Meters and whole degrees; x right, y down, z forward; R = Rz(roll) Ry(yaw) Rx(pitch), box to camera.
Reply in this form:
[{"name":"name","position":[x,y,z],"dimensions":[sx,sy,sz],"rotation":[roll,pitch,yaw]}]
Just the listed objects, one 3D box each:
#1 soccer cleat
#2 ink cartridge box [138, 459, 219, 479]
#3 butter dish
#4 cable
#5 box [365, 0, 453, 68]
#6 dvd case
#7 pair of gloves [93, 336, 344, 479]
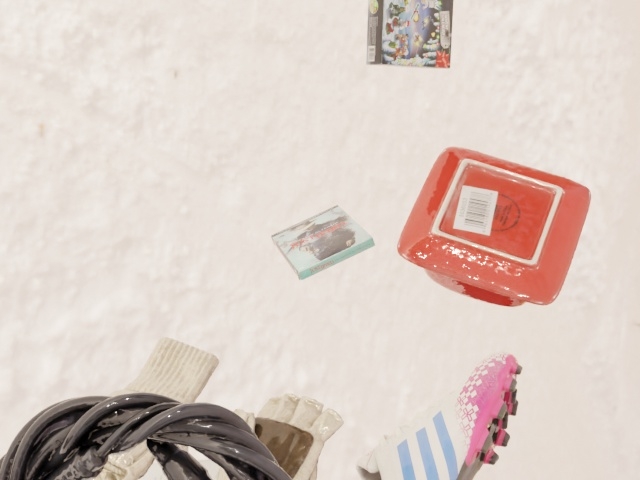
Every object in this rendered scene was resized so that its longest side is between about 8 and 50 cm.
[{"name":"soccer cleat","position":[0.127,0.237,1.022],"dimensions":[0.331,0.143,0.116],"rotation":[-52,148,-40]},{"name":"ink cartridge box","position":[-0.139,0.353,1.105],"dimensions":[0.128,0.176,0.127],"rotation":[69,18,-53]},{"name":"butter dish","position":[0.170,0.005,0.892],"dimensions":[0.118,0.159,0.160],"rotation":[90,24,-54]},{"name":"cable","position":[-0.097,0.146,0.415],"dimensions":[0.047,0.184,0.151],"rotation":[-15,104,-69]},{"name":"box","position":[0.091,-0.241,0.882],"dimensions":[0.094,0.027,0.137],"rotation":[-6,102,-36]},{"name":"dvd case","position":[0.000,0.000,0.957],"dimensions":[0.119,0.087,0.013],"rotation":[-131,-162,-66]},{"name":"pair of gloves","position":[-0.120,0.201,0.868],"dimensions":[0.204,0.240,0.042],"rotation":[-51,153,-36]}]
